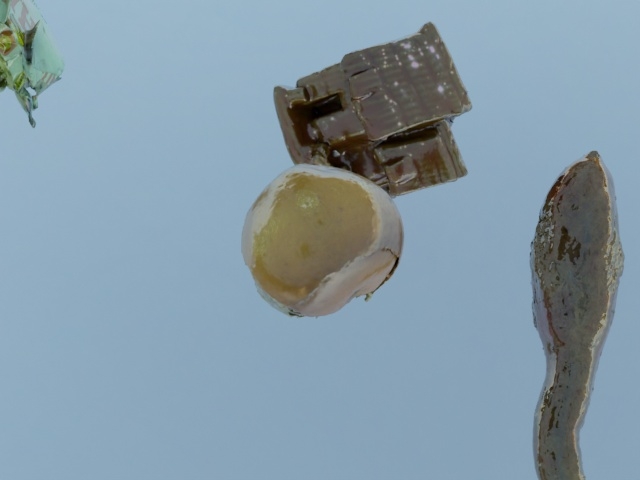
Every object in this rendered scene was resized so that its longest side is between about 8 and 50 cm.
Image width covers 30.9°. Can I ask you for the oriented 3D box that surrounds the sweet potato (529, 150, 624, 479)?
[{"bbox_3d":[0.285,0.089,1.320,0.109,0.109,0.385,5,-94,10],"label":"sweet potato"}]

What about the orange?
[{"bbox_3d":[0.000,0.000,1.059,0.157,0.156,0.134,-24,-109,-3],"label":"orange"}]

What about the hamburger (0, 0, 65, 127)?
[{"bbox_3d":[-0.429,-0.264,1.552,0.125,0.214,0.235,-9,-81,3],"label":"hamburger"}]

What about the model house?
[{"bbox_3d":[0.092,-0.152,1.521,0.229,0.220,0.199,-21,-92,33],"label":"model house"}]
